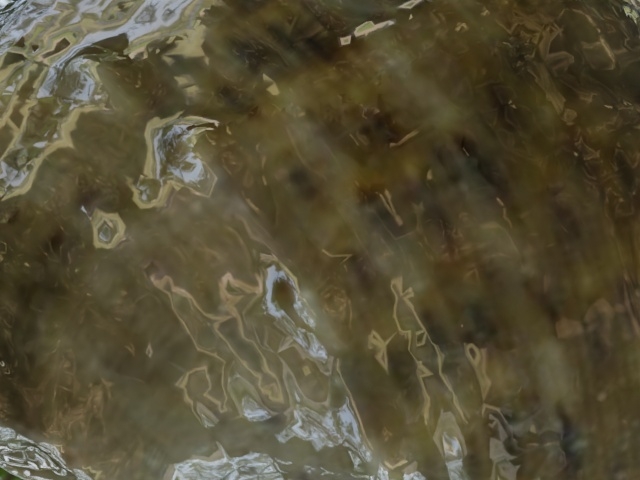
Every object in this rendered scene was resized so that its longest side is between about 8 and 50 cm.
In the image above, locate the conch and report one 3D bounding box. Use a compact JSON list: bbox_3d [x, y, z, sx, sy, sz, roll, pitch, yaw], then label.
[{"bbox_3d":[0.011,-0.011,0.390,0.291,0.159,0.210,16,-149,-35],"label":"conch"}]
